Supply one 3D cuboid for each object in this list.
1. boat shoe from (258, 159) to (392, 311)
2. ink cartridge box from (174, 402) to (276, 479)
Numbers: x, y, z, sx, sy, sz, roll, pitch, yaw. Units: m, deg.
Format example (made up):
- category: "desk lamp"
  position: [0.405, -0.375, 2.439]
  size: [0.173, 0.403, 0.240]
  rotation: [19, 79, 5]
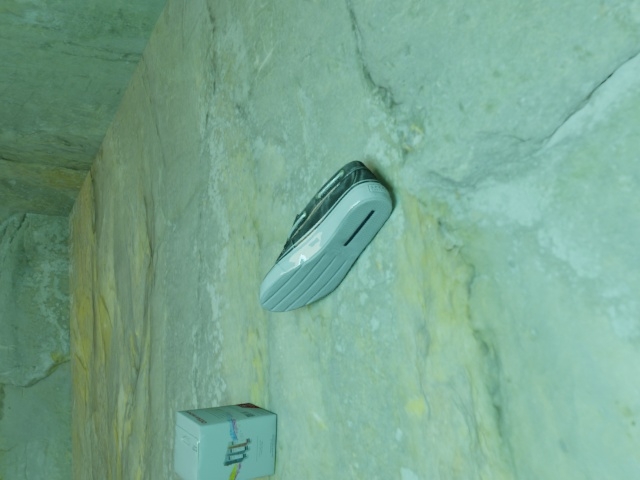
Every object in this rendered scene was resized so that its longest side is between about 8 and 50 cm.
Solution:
- category: "boat shoe"
  position: [0.000, 0.000, 0.968]
  size: [0.335, 0.121, 0.119]
  rotation: [-46, 42, 28]
- category: "ink cartridge box"
  position: [-0.199, 0.421, 1.120]
  size: [0.128, 0.176, 0.127]
  rotation: [-3, 83, 55]
